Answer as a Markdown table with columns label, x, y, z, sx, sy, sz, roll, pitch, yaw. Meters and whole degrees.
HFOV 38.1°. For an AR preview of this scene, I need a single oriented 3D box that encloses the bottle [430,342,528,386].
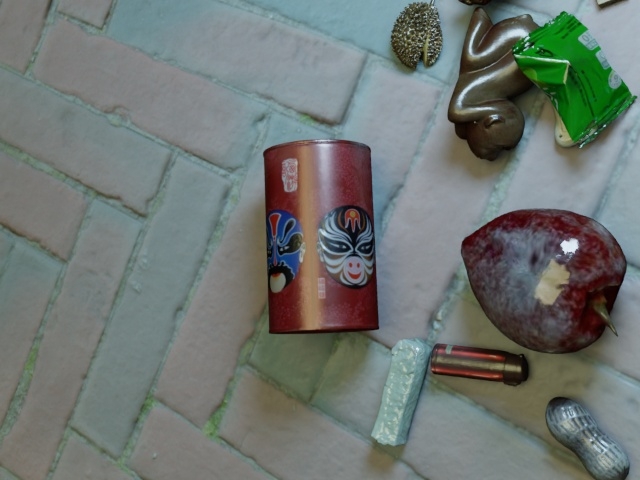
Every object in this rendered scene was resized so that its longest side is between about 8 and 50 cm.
| label | x | y | z | sx | sy | sz | roll | pitch | yaw |
| --- | --- | --- | --- | --- | --- | --- | --- | --- | --- |
| bottle | 0.276 | 0.215 | 1.602 | 0.164 | 0.060 | 0.060 | 3 | 86 | 27 |

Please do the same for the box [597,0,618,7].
| label | x | y | z | sx | sy | sz | roll | pitch | yaw |
| --- | --- | --- | --- | --- | --- | --- | --- | --- | --- |
| box | 0.490 | -0.445 | 1.581 | 0.053 | 0.024 | 0.083 | -18 | 75 | 24 |

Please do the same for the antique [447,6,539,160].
| label | x | y | z | sx | sy | sz | roll | pitch | yaw |
| --- | --- | --- | --- | --- | --- | --- | --- | --- | --- |
| antique | 0.309 | -0.267 | 1.607 | 0.143 | 0.121 | 0.256 | 14 | 84 | 18 |

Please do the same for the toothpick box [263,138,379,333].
| label | x | y | z | sx | sy | sz | roll | pitch | yaw |
| --- | --- | --- | --- | --- | --- | --- | --- | --- | --- |
| toothpick box | 0.000 | 0.000 | 1.685 | 0.204 | 0.204 | 0.333 | -6 | 81 | 27 |

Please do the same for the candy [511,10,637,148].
| label | x | y | z | sx | sy | sz | roll | pitch | yaw |
| --- | --- | --- | --- | --- | --- | --- | --- | --- | --- |
| candy | 0.417 | -0.271 | 1.527 | 0.141 | 0.078 | 0.203 | -38 | 90 | -1 |

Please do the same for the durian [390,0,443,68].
| label | x | y | z | sx | sy | sz | roll | pitch | yaw |
| --- | --- | --- | --- | --- | --- | --- | --- | --- | --- |
| durian | 0.178 | -0.392 | 1.712 | 0.110 | 0.071 | 0.140 | 18 | 88 | 27 |

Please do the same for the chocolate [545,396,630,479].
| label | x | y | z | sx | sy | sz | roll | pitch | yaw |
| --- | --- | --- | --- | --- | --- | --- | --- | --- | --- |
| chocolate | 0.430 | 0.324 | 1.504 | 0.072 | 0.072 | 0.167 | -47 | 69 | 15 |

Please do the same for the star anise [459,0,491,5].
| label | x | y | z | sx | sy | sz | roll | pitch | yaw |
| --- | --- | --- | --- | --- | --- | --- | --- | --- | --- |
| star anise | 0.332 | -0.483 | 1.601 | 0.234 | 0.177 | 0.073 | -39 | 109 | 20 |

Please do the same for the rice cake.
| label | x | y | z | sx | sy | sz | roll | pitch | yaw |
| --- | --- | --- | --- | --- | --- | --- | --- | --- | --- |
| rice cake | 0.143 | 0.274 | 1.658 | 0.063 | 0.069 | 0.206 | 16 | 91 | 27 |

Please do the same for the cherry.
| label | x | y | z | sx | sy | sz | roll | pitch | yaw |
| --- | --- | --- | --- | --- | --- | --- | --- | --- | --- |
| cherry | 0.359 | 0.057 | 1.495 | 0.300 | 0.203 | 0.230 | 28 | 105 | 35 |

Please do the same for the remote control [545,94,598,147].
| label | x | y | z | sx | sy | sz | roll | pitch | yaw |
| --- | --- | --- | --- | --- | --- | --- | --- | --- | --- |
| remote control | 0.428 | -0.222 | 1.584 | 0.074 | 0.032 | 0.122 | -12 | 79 | 24 |
